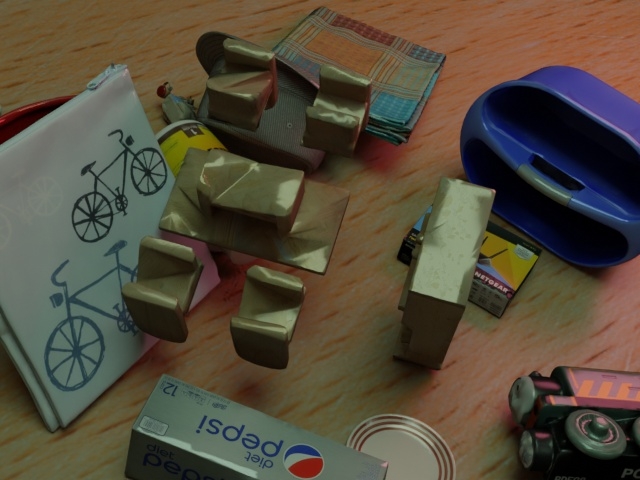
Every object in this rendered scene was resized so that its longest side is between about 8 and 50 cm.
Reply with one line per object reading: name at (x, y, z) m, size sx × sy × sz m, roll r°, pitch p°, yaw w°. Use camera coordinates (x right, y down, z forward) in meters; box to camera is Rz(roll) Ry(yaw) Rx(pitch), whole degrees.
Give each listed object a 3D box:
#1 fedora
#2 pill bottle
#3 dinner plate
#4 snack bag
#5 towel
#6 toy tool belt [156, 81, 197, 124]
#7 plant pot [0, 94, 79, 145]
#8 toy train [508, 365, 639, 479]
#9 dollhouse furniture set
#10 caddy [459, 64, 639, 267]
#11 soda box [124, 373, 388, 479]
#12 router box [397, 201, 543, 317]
fedora at (-0.089, -0.182, 1.609) m, size 0.275 × 0.243 × 0.124 m, roll 28°, pitch 73°, yaw -12°
pill bottle at (-0.153, -0.066, 1.519) m, size 0.117 × 0.117 × 0.215 m, roll -23°, pitch 57°, yaw -33°
dinner plate at (0.098, 0.277, 1.331) m, size 0.141 × 0.017 × 0.141 m, roll 9°, pitch 46°, yaw -9°
snack bag at (-0.282, 0.002, 1.297) m, size 0.037 × 0.343 × 0.323 m, roll 1°, pitch 33°, yaw 39°
towel at (0.060, -0.292, 1.808) m, size 0.271 × 0.040 × 0.370 m, roll 23°, pitch 33°, yaw 5°
toy tool belt at (-0.222, -0.208, 1.695) m, size 0.051 × 0.052 × 0.083 m, roll 12°, pitch 37°, yaw -52°
plant pot at (-0.339, -0.080, 1.414) m, size 0.191 × 0.174 × 0.191 m, roll -6°, pitch 28°, yaw 3°
toy train at (0.403, 0.246, 1.377) m, size 0.333 × 0.142 × 0.190 m, roll 4°, pitch 34°, yaw -10°
dollhouse furniture set at (0.000, 0.000, 1.384) m, size 0.394 × 0.256 × 0.362 m, roll 16°, pitch 68°, yaw 6°
caddy at (0.375, -0.113, 1.636) m, size 0.341 × 0.241 × 0.179 m, roll 36°, pitch 43°, yaw 19°
soda box at (-0.075, 0.263, 1.235) m, size 0.286 × 0.098 × 0.091 m, roll 21°, pitch 42°, yaw 4°
router box at (0.222, 0.020, 1.597) m, size 0.178 × 0.046 × 0.133 m, roll 30°, pitch 46°, yaw 13°
